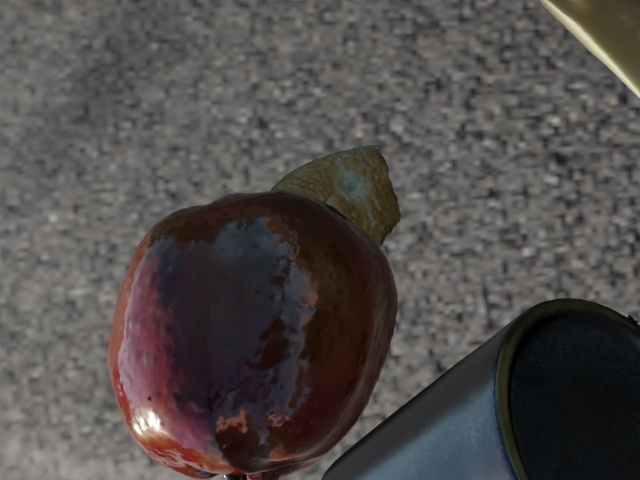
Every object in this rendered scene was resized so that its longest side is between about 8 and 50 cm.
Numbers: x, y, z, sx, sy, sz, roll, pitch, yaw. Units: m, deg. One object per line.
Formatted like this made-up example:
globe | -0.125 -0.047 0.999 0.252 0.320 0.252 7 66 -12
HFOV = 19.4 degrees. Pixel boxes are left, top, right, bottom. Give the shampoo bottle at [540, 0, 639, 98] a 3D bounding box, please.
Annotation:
shampoo bottle | 0.088 -0.147 0.692 0.084 0.350 0.125 -19 69 22

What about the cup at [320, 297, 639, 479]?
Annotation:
cup | 0.130 0.153 1.016 0.177 0.239 0.166 -38 44 42

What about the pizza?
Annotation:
pizza | -0.003 -0.005 1.857 0.134 0.271 0.056 28 142 0

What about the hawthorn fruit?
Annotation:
hawthorn fruit | -0.055 0.115 1.610 0.254 0.254 0.300 -21 67 46
